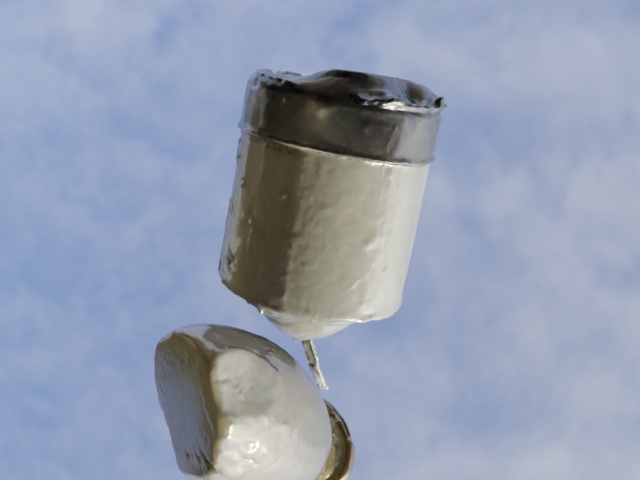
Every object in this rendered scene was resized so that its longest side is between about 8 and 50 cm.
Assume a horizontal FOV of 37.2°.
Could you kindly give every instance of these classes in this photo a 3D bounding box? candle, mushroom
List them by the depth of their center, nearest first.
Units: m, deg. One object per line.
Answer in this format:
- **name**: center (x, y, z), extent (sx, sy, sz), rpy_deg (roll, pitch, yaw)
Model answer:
- **mushroom**: center (-0.050, 0.154, 0.801), extent (0.128, 0.350, 0.128), rpy_deg (-4, -109, 13)
- **candle**: center (0.000, 0.000, 0.895), extent (0.187, 0.187, 0.330), rpy_deg (16, -74, 23)
